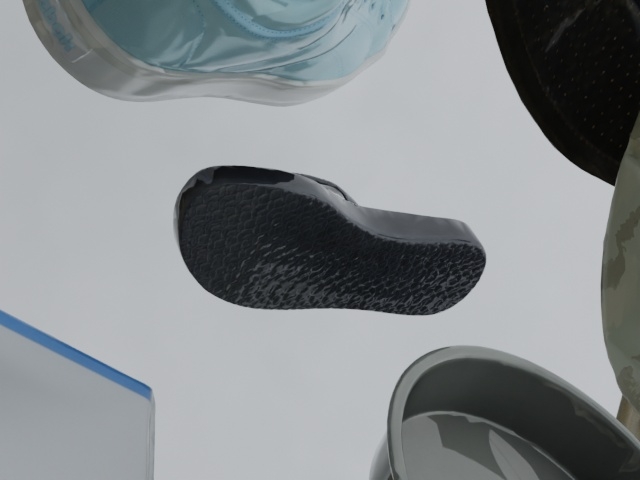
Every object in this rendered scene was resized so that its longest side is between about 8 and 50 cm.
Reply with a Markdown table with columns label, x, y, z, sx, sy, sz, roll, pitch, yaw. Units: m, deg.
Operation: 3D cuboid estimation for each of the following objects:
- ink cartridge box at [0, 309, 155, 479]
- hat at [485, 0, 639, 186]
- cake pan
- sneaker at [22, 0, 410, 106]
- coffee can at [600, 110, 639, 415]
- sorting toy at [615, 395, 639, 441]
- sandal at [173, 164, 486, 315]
| label | x | y | z | sx | sy | sz | roll | pitch | yaw |
| --- | --- | --- | --- | --- | --- | --- | --- | --- | --- |
| ink cartridge box | -0.327 | 0.156 | 0.915 | 0.394 | 0.166 | 0.285 | -21 | -34 | 29 |
| hat | 0.207 | -0.182 | 0.826 | 0.134 | 0.331 | 0.331 | -124 | -163 | -67 |
| cake pan | 0.147 | 0.198 | 1.104 | 0.293 | 0.293 | 0.054 | 47 | -59 | 8 |
| sneaker | -0.008 | -0.162 | 1.022 | 0.150 | 0.366 | 0.135 | -25 | -90 | 31 |
| coffee can | 0.281 | 0.016 | 0.688 | 0.275 | 0.202 | 0.201 | 16 | -39 | -18 |
| sorting toy | 0.272 | 0.194 | 1.375 | 0.307 | 0.229 | 0.041 | 19 | -3 | -18 |
| sandal | 0.000 | 0.001 | 1.134 | 0.097 | 0.254 | 0.054 | -52 | -132 | 23 |
